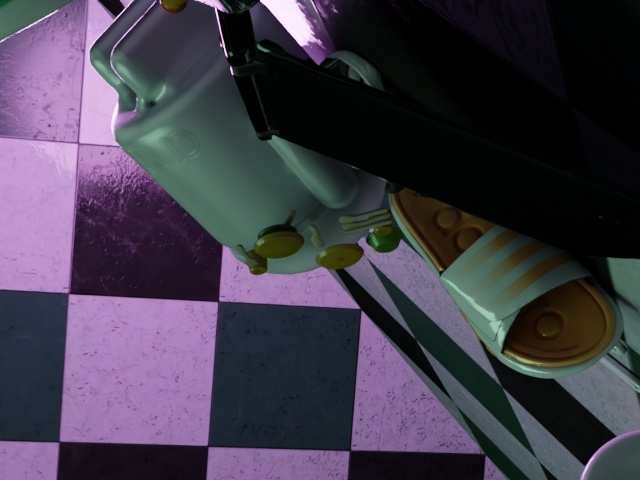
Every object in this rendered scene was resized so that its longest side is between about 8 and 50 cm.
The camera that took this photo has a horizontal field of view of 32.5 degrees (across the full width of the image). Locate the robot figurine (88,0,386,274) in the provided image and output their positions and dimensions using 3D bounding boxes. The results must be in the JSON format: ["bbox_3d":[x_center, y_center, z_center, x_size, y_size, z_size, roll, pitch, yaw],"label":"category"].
[{"bbox_3d":[-0.069,-0.103,1.122,0.353,0.200,0.300,45,172,-27],"label":"robot figurine"}]

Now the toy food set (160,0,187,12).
[{"bbox_3d":[-0.165,-0.310,0.921,0.232,0.111,0.104,46,165,0],"label":"toy food set"}]

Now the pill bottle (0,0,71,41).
[{"bbox_3d":[-0.245,-0.293,0.574,0.361,0.204,0.204,58,170,-32],"label":"pill bottle"}]

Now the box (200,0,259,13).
[{"bbox_3d":[-0.011,-0.183,0.331,0.147,0.180,0.077,52,175,-25],"label":"box"}]

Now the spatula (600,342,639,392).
[{"bbox_3d":[0.204,0.046,1.043,0.242,0.019,0.168,43,171,44],"label":"spatula"}]

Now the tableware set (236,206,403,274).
[{"bbox_3d":[0.000,0.000,1.046,0.104,0.154,0.024,62,-166,-61],"label":"tableware set"}]

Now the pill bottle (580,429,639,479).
[{"bbox_3d":[0.335,0.289,1.070,0.136,0.136,0.246,44,173,37],"label":"pill bottle"}]

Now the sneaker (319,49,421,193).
[{"bbox_3d":[0.038,-0.106,0.985,0.178,0.077,0.072,45,172,45],"label":"sneaker"}]

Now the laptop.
[{"bbox_3d":[0.053,-0.160,0.680,0.382,0.236,0.408,156,101,-88],"label":"laptop"}]

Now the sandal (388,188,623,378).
[{"bbox_3d":[0.133,0.008,0.915,0.265,0.102,0.076,47,177,36],"label":"sandal"}]
